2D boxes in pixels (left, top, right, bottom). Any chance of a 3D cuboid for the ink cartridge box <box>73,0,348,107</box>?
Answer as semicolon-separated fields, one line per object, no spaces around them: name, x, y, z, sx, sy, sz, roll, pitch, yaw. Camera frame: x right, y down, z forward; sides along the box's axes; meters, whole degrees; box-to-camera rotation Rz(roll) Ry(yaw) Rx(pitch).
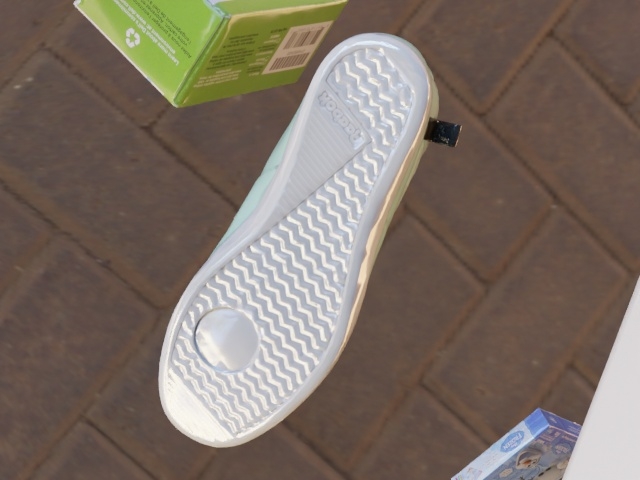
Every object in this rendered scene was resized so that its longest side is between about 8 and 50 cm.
ink cartridge box;-0.130;-0.241;1.222;0.255;0.189;0.097;44;120;16

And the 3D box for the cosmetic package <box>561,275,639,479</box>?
cosmetic package;0.218;0.000;0.354;0.284;0.097;0.377;-5;128;-26

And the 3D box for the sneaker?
sneaker;0.001;0.000;0.846;0.094;0.151;0.256;30;102;6

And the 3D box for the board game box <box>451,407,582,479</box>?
board game box;0.159;0.171;1.109;0.090;0.020;0.090;-42;144;18
